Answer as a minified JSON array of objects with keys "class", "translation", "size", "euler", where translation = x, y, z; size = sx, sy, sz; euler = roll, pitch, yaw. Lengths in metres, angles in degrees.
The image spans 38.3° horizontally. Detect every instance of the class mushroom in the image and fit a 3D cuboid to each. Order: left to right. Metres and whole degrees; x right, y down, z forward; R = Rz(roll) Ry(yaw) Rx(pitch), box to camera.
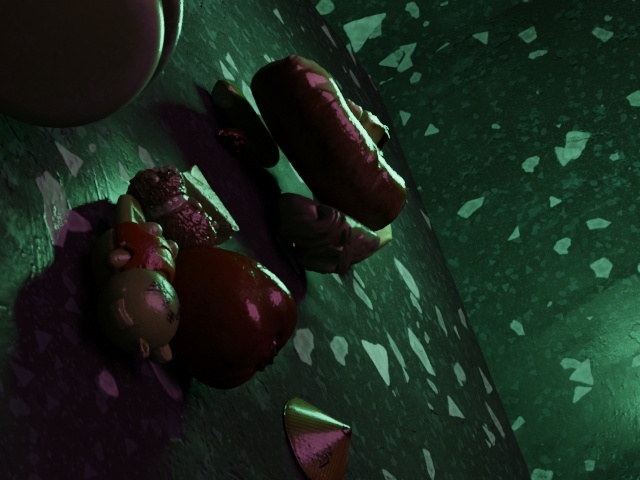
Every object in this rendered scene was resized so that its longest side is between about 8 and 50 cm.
[{"class":"mushroom","translation":[-0.002,-0.216,2.064],"size":[0.397,0.224,0.314],"euler":[38,31,-48]}]

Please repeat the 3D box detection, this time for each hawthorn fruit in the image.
[{"class":"hawthorn fruit","translation":[-0.156,0.090,1.361],"size":[0.251,0.199,0.199],"euler":[49,15,7]}]

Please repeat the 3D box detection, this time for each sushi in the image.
[{"class":"sushi","translation":[-0.185,-0.214,2.002],"size":[0.099,0.050,0.047],"euler":[36,34,-35]}]

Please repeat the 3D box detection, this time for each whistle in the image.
[{"class":"whistle","translation":[-0.250,0.045,1.259],"size":[0.131,0.106,0.288],"euler":[54,16,-46]}]

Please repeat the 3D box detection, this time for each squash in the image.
[{"class":"squash","translation":[-0.169,-0.266,2.098],"size":[0.239,0.069,0.069],"euler":[56,17,-18]}]

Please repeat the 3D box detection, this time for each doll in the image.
[{"class":"doll","translation":[-0.222,-0.020,1.453],"size":[0.221,0.105,0.115],"euler":[54,54,-25]}]

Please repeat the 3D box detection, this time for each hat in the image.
[{"class":"hat","translation":[0.020,0.350,1.621],"size":[0.193,0.082,0.193],"euler":[53,19,-27]}]

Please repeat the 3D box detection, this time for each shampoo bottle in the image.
[{"class":"shampoo bottle","translation":[-0.343,-0.322,1.199],"size":[0.322,0.322,0.317],"euler":[49,13,-37]}]

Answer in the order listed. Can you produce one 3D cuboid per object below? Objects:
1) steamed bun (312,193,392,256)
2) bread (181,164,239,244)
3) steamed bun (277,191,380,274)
[{"class":"steamed bun","translation":[0.074,-0.052,2.374],"size":[0.200,0.170,0.225],"euler":[-13,90,-41]},{"class":"bread","translation":[-0.213,-0.047,1.575],"size":[0.152,0.077,0.105],"euler":[55,13,-11]},{"class":"steamed bun","translation":[-0.002,-0.001,2.030],"size":[0.211,0.144,0.218],"euler":[22,-6,33]}]
